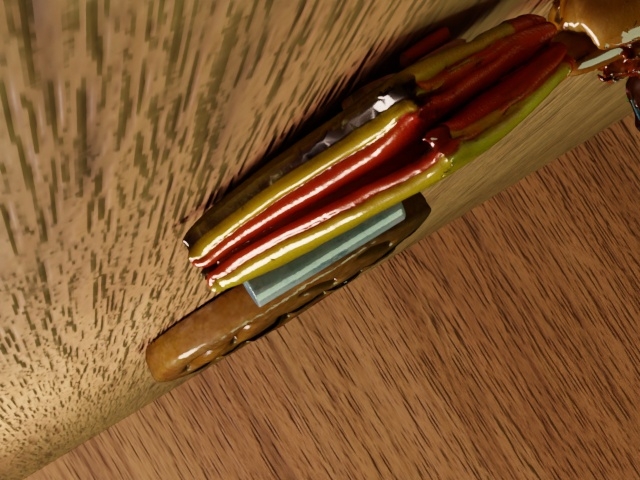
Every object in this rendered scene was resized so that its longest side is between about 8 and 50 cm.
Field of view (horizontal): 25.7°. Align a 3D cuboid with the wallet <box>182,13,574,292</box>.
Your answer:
[{"bbox_3d":[0.027,-0.053,0.813,0.141,0.067,0.241,-34,-177,-40],"label":"wallet"}]

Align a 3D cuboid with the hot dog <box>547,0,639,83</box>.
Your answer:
[{"bbox_3d":[0.235,-0.165,0.845,0.249,0.076,0.102,-32,179,-6],"label":"hot dog"}]

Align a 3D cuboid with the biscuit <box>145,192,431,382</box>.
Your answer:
[{"bbox_3d":[-0.032,0.057,1.614,0.367,0.063,0.314,-32,174,2],"label":"biscuit"}]

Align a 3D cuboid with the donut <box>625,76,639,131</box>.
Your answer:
[{"bbox_3d":[0.509,-0.231,1.880,0.230,0.096,0.216,-30,178,-18],"label":"donut"}]

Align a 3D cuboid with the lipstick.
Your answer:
[{"bbox_3d":[0.000,0.000,1.265,0.158,0.048,0.048,-31,176,-8],"label":"lipstick"}]
